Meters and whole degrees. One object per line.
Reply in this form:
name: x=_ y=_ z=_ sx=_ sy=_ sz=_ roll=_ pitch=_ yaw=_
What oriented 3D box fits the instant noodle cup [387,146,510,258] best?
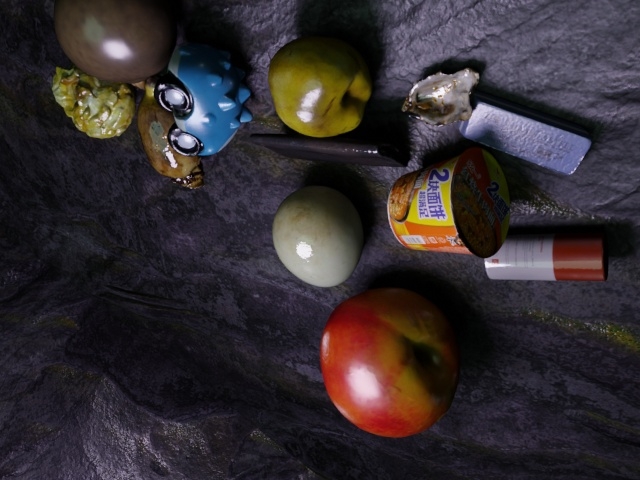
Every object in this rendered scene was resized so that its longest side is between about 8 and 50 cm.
instant noodle cup: x=0.247 y=-0.066 z=0.939 sx=0.174 sy=0.213 sz=0.213 roll=-5 pitch=124 yaw=48

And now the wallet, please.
wallet: x=0.017 y=-0.200 z=1.025 sx=0.321 sy=0.170 sz=0.044 roll=12 pitch=94 yaw=29

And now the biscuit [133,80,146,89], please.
biscuit: x=-0.496 y=-0.473 z=1.194 sx=0.183 sy=0.061 sz=0.118 roll=40 pitch=138 yaw=-6

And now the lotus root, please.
lotus root: x=-0.391 y=-0.277 z=1.219 sx=0.141 sy=0.169 sz=0.314 roll=-9 pitch=123 yaw=3

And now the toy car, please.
toy car: x=-0.250 y=-0.316 z=1.073 sx=0.190 sy=0.188 sz=0.255 roll=5 pitch=139 yaw=2

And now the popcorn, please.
popcorn: x=-0.600 y=-0.380 z=1.270 sx=0.221 sy=0.184 sz=0.204 roll=40 pitch=129 yaw=18

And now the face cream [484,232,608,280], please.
face cream: x=0.453 y=0.034 z=0.953 sx=0.214 sy=0.096 sz=0.096 roll=-2 pitch=126 yaw=37

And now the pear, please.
pear: x=-0.004 y=-0.294 z=0.907 sx=0.200 sy=0.200 sz=0.200 roll=20 pitch=137 yaw=20

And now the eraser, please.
eraser: x=0.360 y=-0.196 z=0.851 sx=0.225 sy=0.036 sz=0.082 roll=25 pitch=140 yaw=14

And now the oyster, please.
oyster: x=0.220 y=-0.264 z=0.877 sx=0.148 sy=0.051 sz=0.103 roll=8 pitch=114 yaw=30

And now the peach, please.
peach: x=0.165 y=0.311 z=1.226 sx=0.388 sy=0.388 sz=0.388 roll=20 pitch=137 yaw=20

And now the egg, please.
egg: x=0.000 y=0.000 z=1.161 sx=0.218 sy=0.218 sz=0.295 roll=13 pitch=147 yaw=27

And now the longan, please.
longan: x=-0.436 y=-0.462 z=1.019 sx=0.258 sy=0.258 sz=0.258 roll=20 pitch=137 yaw=20
